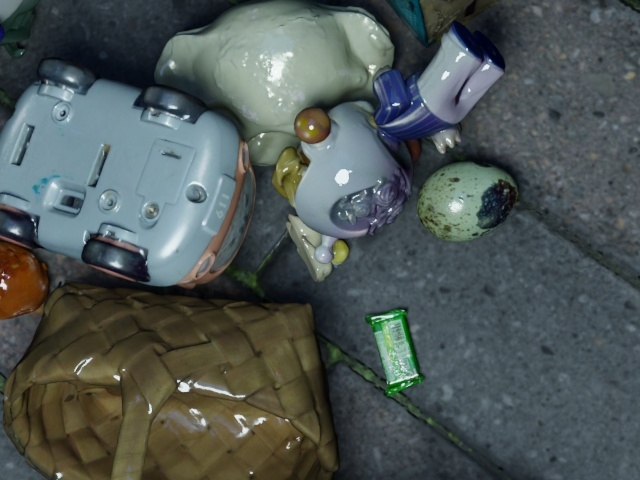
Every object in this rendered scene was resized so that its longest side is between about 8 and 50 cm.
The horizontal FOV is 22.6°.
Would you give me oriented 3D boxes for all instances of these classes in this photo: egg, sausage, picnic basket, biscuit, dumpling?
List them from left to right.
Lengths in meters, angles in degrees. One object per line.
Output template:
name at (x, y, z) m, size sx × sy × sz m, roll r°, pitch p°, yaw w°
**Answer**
sausage at (-0.386, 0.037, 1.744) m, size 0.179 × 0.089 × 0.089 m, roll 9°, pitch 81°, yaw 6°
picnic basket at (-0.153, 0.226, 1.555) m, size 0.337 × 0.293 × 0.337 m, roll -2°, pitch 51°, yaw 3°
dumpling at (-0.043, -0.166, 1.722) m, size 0.258 × 0.147 × 0.193 m, roll -15°, pitch 109°, yaw -1°
biscuit at (0.081, 0.118, 1.709) m, size 0.046 × 0.016 × 0.089 m, roll -16°, pitch 78°, yaw 5°
egg at (0.156, -0.042, 1.695) m, size 0.110 × 0.085 × 0.085 m, roll -9°, pitch 79°, yaw -5°

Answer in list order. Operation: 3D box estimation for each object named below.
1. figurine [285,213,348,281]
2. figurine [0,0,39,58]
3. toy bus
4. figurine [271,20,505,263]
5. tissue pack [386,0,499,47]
figurine at (0.000, 0.000, 1.729) m, size 0.051 × 0.047 × 0.083 m, roll -25°, pitch 82°, yaw -9°
figurine at (-0.449, -0.358, 1.777) m, size 0.261 × 0.186 × 0.382 m, roll -32°, pitch 82°, yaw 6°
toy bus at (-0.194, -0.050, 1.652) m, size 0.288 × 0.232 × 0.194 m, roll 15°, pitch 79°, yaw 26°
figurine at (0.077, -0.105, 1.656) m, size 0.274 × 0.194 × 0.133 m, roll -32°, pitch 66°, yaw 5°
tissue pack at (0.079, -0.359, 1.706) m, size 0.134 × 0.192 × 0.271 m, roll -37°, pitch 79°, yaw 1°
